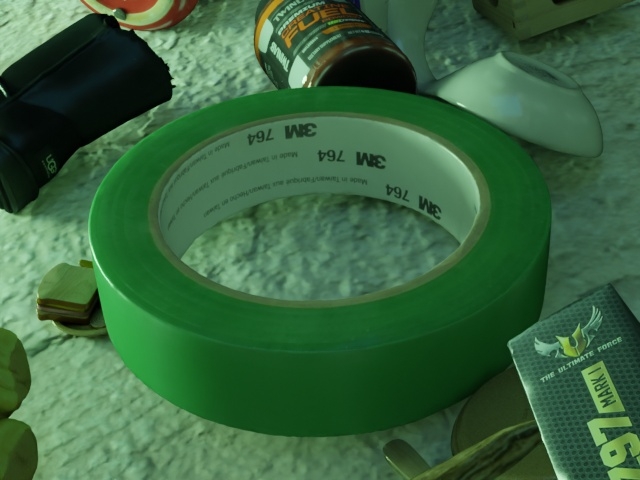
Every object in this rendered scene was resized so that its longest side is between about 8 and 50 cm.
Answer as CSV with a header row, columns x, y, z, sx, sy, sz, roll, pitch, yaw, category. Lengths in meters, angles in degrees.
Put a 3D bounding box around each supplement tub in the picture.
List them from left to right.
x,y,z,sx,sy,sz,roll,pitch,yaw,category
0.003,-0.166,1.074,0.106,0.106,0.198,-19,37,-12,supplement tub

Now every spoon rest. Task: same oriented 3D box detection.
x,y,z,sx,sy,sz,roll,pitch,yaw,category
0.136,-0.136,1.022,0.137,0.084,0.276,8,29,-33,spoon rest

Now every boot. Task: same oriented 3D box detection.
x,y,z,sx,sy,sz,roll,pitch,yaw,category
-0.282,-0.139,1.110,0.246,0.094,0.207,26,52,29,boot

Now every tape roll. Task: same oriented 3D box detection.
x,y,z,sx,sy,sz,roll,pitch,yaw,category
0.000,0.000,0.855,0.321,0.077,0.321,-1,37,1,tape roll

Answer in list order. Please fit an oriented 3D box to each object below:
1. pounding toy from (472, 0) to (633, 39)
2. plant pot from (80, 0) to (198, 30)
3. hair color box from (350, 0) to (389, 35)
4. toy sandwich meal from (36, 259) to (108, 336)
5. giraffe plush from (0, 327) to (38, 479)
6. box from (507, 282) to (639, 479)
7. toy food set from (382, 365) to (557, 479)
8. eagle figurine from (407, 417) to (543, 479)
x,y,z,sx,sy,sz,roll,pitch,yaw,category
0.186,-0.269,1.190,0.181,0.094,0.206,-20,28,-6,pounding toy
-0.183,-0.331,1.274,0.191,0.191,0.174,8,46,23,plant pot
0.025,-0.374,1.150,0.110,0.338,0.185,14,43,28,hair color box
-0.171,0.040,0.902,0.086,0.029,0.085,-6,37,5,toy sandwich meal
-0.302,0.124,0.730,0.170,0.210,0.181,-26,35,34,giraffe plush
0.177,0.153,0.504,0.059,0.232,0.183,-32,35,16,box
0.143,0.121,0.723,0.192,0.038,0.132,-28,33,-15,toy food set
0.045,0.252,0.478,0.226,0.225,0.298,-39,64,27,eagle figurine
